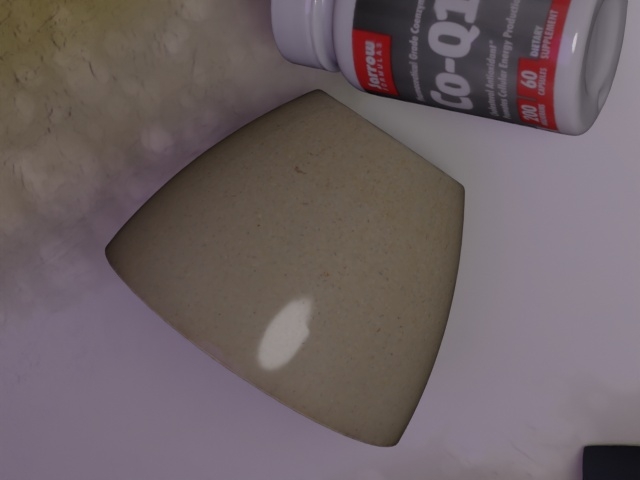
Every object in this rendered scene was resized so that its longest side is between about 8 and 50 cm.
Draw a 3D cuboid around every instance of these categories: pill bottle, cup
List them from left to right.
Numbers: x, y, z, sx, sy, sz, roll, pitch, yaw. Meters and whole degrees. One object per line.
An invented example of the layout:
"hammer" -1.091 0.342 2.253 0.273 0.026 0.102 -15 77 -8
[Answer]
"cup" 0.000 0.000 1.220 0.331 0.331 0.237 34 95 11
"pill bottle" 0.110 -0.195 1.135 0.283 0.161 0.161 14 117 23

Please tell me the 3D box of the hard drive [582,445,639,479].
"hard drive" 0.381 0.291 1.268 0.255 0.054 0.172 2 113 28
